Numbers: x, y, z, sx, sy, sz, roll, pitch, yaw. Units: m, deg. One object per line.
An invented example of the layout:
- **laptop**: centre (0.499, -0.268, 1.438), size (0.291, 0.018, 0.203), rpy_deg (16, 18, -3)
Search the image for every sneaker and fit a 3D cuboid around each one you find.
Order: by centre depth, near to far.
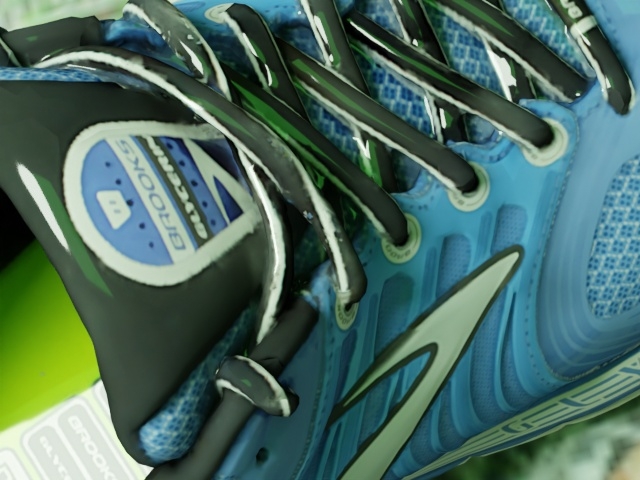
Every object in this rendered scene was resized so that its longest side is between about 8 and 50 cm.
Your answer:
- **sneaker**: centre (0.000, 0.000, 0.410), size (0.330, 0.147, 0.130), rpy_deg (-41, 74, -1)
